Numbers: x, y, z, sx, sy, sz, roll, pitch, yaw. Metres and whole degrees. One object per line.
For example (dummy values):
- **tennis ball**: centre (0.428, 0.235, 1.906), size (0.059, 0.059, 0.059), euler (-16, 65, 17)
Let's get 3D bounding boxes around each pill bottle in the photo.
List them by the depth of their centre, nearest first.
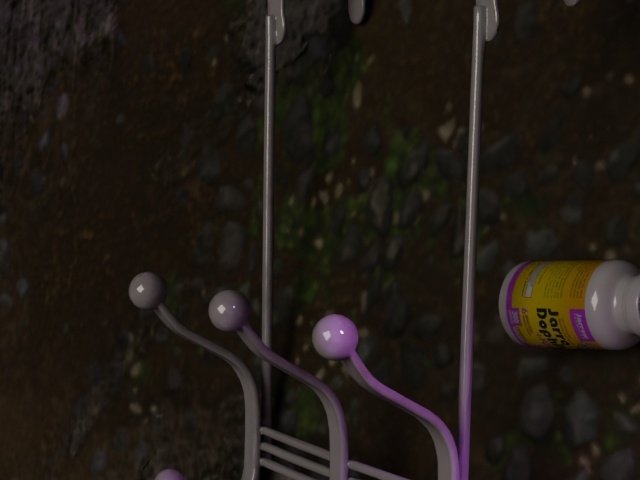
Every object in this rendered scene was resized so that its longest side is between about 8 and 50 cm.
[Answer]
- **pill bottle**: centre (0.128, 0.031, 0.933), size (0.083, 0.043, 0.043), euler (-2, 79, 48)

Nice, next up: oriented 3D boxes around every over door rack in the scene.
- **over door rack**: centre (0.000, 0.000, 1.004), size (0.239, 0.108, 0.324), euler (10, 88, 61)
